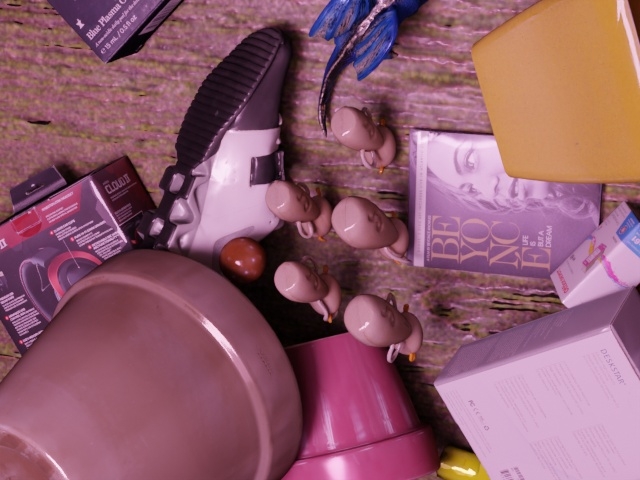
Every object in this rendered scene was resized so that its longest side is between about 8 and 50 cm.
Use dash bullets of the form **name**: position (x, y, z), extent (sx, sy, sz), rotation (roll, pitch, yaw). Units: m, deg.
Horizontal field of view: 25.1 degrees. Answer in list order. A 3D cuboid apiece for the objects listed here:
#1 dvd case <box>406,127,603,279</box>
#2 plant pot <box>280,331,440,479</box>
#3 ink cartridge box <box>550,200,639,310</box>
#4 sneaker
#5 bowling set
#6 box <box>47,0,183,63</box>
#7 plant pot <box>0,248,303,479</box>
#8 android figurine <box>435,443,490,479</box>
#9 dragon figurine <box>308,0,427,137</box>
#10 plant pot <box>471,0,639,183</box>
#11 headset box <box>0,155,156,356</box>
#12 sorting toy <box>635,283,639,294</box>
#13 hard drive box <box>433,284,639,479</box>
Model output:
- **dvd case**: position (0.208, -0.040, 1.637), extent (0.221, 0.018, 0.164), rotation (6, 108, 16)
- **plant pot**: position (0.025, 0.201, 1.684), extent (0.201, 0.201, 0.180), rotation (-14, 87, 21)
- **ink cartridge box**: position (0.315, 0.027, 1.572), extent (0.052, 0.088, 0.122), rotation (39, 104, -11)
- **sneaker**: position (-0.094, -0.083, 1.674), extent (0.146, 0.122, 0.330), rotation (23, 97, -30)
- **bowling set**: position (0.000, 0.000, 1.624), extent (0.200, 0.154, 0.287), rotation (-8, 76, 24)
- **box**: position (-0.235, -0.316, 1.651), extent (0.158, 0.093, 0.156), rotation (47, 114, 1)
- **plant pot**: position (-0.225, 0.209, 1.539), extent (0.323, 0.280, 0.323), rotation (17, 123, 27)
- **android figurine**: position (0.263, 0.338, 1.704), extent (0.273, 0.056, 0.248), rotation (14, 109, 15)
- **dragon figurine**: position (0.048, -0.233, 1.560), extent (0.085, 0.144, 0.289), rotation (42, 113, 2)
- **plant pot**: position (0.279, -0.165, 1.478), extent (0.187, 0.212, 0.212), rotation (-12, 97, 31)
- **headset box**: position (-0.286, 0.051, 1.768), extent (0.218, 0.110, 0.293), rotation (-27, 97, 23)
- **sorting toy**: position (0.465, 0.185, 1.568), extent (0.365, 0.126, 0.127), rotation (47, 113, 0)
- **hard drive box**: position (0.269, 0.175, 1.542), extent (0.232, 0.089, 0.181), rotation (-22, 104, 38)
